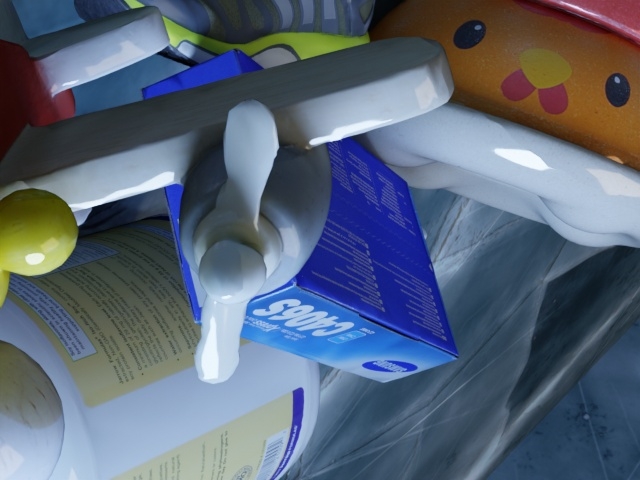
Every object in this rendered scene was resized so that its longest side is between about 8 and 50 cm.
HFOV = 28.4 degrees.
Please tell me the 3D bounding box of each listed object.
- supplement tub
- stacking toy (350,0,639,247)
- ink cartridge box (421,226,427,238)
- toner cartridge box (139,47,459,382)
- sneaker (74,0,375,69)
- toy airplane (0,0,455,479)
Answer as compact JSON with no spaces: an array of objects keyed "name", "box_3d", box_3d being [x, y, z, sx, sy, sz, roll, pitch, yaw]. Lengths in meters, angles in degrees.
[{"name":"supplement tub","box_3d":[-0.185,0.124,0.915,0.331,0.241,0.241,-19,141,-49]},{"name":"stacking toy","box_3d":[0.225,-0.256,1.118,0.351,0.351,0.479,20,89,-65]},{"name":"ink cartridge box","box_3d":[-0.079,0.144,1.276,0.308,0.091,0.385,-22,145,-55]},{"name":"toner cartridge box","box_3d":[0.000,0.000,0.925,0.075,0.165,0.348,-20,161,17]},{"name":"sneaker","box_3d":[-0.055,-0.183,0.896,0.300,0.111,0.121,-10,119,-58]},{"name":"toy airplane","box_3d":[-0.184,-0.005,0.596,0.384,0.272,0.386,-16,-178,-34]}]
